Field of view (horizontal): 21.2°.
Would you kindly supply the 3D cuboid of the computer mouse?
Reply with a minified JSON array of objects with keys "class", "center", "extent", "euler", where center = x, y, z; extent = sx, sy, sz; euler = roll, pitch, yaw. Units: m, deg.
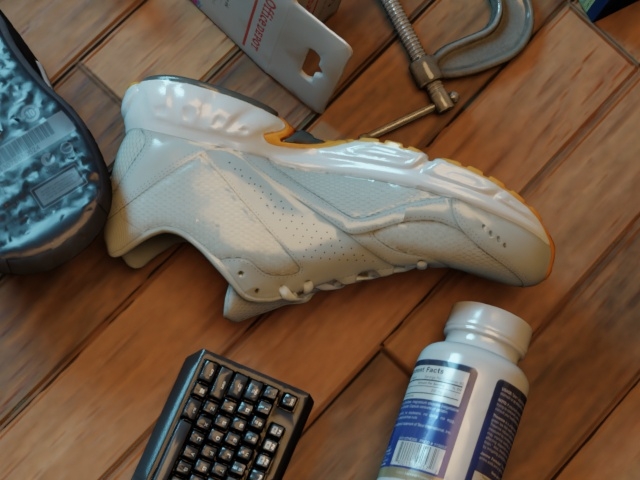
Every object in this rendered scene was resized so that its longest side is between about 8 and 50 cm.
[{"class":"computer mouse","center":[-0.178,-0.105,0.990],"extent":[0.184,0.060,0.262],"euler":[-37,71,-12]}]

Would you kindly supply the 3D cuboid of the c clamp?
[{"class":"c clamp","center":[0.061,-0.153,1.057],"extent":[0.137,0.022,0.161],"euler":[-18,79,-13]}]

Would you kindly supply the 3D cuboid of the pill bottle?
[{"class":"pill bottle","center":[0.079,0.099,0.966],"extent":[0.067,0.067,0.120],"euler":[21,73,-2]}]

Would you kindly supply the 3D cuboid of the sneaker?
[{"class":"sneaker","center":[0.000,0.000,0.977],"extent":[0.262,0.099,0.121],"euler":[16,80,4]}]

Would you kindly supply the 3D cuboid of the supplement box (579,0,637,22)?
[{"class":"supplement box","center":[0.191,-0.197,1.070],"extent":[0.083,0.056,0.083],"euler":[-27,80,-15]}]

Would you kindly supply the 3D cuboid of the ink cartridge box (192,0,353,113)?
[{"class":"ink cartridge box","center":[-0.042,-0.176,0.999],"extent":[0.198,0.115,0.067],"euler":[44,73,4]}]

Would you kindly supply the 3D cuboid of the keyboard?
[{"class":"keyboard","center":[-0.059,0.160,0.952],"extent":[0.108,0.023,0.180],"euler":[24,73,-2]}]
